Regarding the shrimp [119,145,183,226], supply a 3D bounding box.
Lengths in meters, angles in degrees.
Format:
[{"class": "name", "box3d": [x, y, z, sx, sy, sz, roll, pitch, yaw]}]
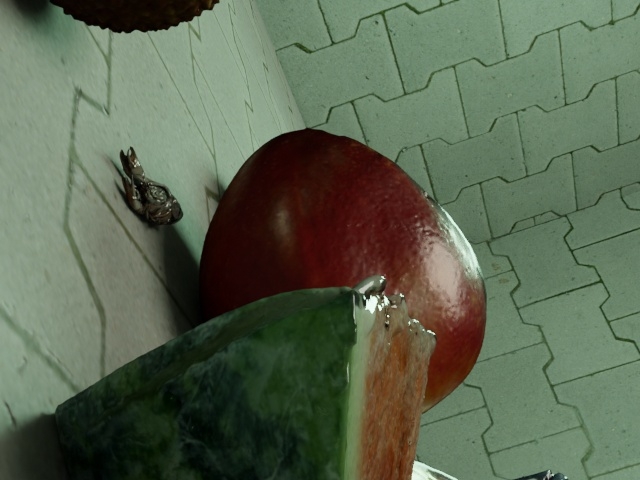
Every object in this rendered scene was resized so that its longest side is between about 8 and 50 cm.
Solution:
[{"class": "shrimp", "box3d": [-0.137, -0.034, 0.667, 0.092, 0.029, 0.038, 57, 23, -48]}]

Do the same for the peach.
[{"class": "peach", "box3d": [0.006, 0.039, 0.746, 0.275, 0.248, 0.245, 60, 28, -3]}]

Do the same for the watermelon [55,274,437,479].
[{"class": "watermelon", "box3d": [-0.011, 0.141, 0.451, 0.232, 0.193, 0.310, -97, 168, -60]}]

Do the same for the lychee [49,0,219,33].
[{"class": "lychee", "box3d": [-0.135, -0.238, 0.595, 0.194, 0.194, 0.195, -19, 90, -85]}]

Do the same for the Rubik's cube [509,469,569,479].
[{"class": "Rubik's cube", "box3d": [0.245, 0.543, 1.133, 0.305, 0.310, 0.307, -87, 159, -68]}]

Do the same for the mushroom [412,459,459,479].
[{"class": "mushroom", "box3d": [0.052, 0.305, 0.745, 0.267, 0.164, 0.189, 0, 40, -49]}]
